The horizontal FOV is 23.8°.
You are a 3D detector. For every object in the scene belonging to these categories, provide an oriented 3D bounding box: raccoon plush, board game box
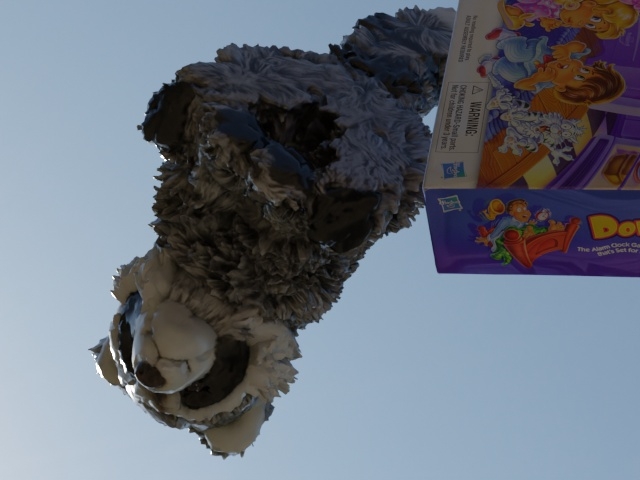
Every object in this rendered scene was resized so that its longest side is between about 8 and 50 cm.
[{"bbox_3d":[0.000,0.000,1.302,0.216,0.446,0.299,42,-50,27],"label":"raccoon plush"},{"bbox_3d":[0.207,-0.129,0.965,0.233,0.347,0.078,1,-42,14],"label":"board game box"}]
